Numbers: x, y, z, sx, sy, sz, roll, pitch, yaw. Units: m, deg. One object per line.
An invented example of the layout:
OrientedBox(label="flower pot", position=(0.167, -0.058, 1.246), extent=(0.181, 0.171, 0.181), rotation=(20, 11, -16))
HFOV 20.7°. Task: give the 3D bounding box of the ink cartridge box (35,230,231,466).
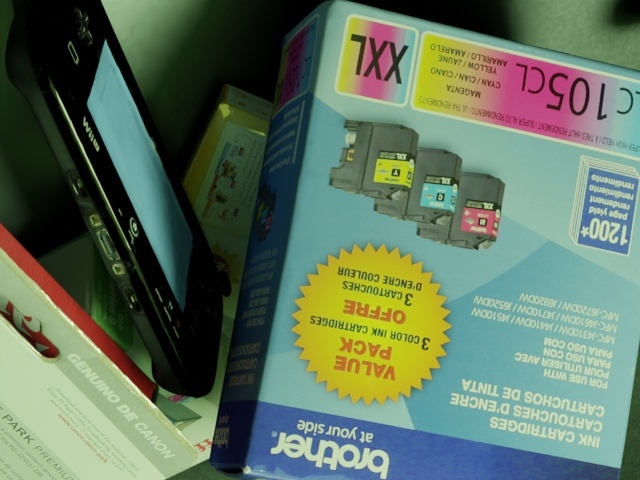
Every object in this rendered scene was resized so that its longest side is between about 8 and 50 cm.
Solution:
OrientedBox(label="ink cartridge box", position=(-0.173, 0.106, 1.385), extent=(0.154, 0.093, 0.212), rotation=(-26, 139, 22))

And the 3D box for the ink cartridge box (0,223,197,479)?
OrientedBox(label="ink cartridge box", position=(-0.264, 0.066, 1.193), extent=(0.272, 0.130, 0.309), rotation=(-27, 118, 24))

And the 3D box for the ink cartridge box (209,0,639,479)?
OrientedBox(label="ink cartridge box", position=(0.081, 0.058, 1.248), extent=(0.270, 0.151, 0.395), rotation=(11, 83, -11))

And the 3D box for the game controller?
OrientedBox(label="game controller", position=(-0.136, -0.042, 1.230), extent=(0.067, 0.166, 0.319), rotation=(-20, 121, 4))

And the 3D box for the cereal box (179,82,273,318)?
OrientedBox(label="cereal box", position=(0.000, 0.000, 1.379), extent=(0.240, 0.047, 0.173), rotation=(23, 116, -9))
